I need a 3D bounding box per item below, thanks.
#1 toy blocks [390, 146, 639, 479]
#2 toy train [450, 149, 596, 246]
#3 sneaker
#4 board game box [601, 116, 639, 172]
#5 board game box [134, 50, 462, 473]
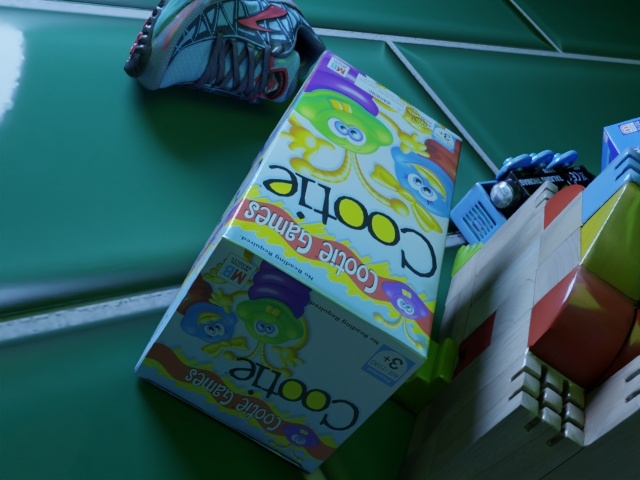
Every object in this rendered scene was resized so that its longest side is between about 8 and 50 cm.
[{"bbox_3d":[0.191,0.056,0.594,0.190,0.261,0.381,34,36,-5],"label":"toy blocks"},{"bbox_3d":[0.227,-0.040,0.859,0.184,0.105,0.080,-10,60,-45],"label":"toy train"},{"bbox_3d":[-0.074,-0.187,0.770,0.125,0.104,0.262,43,37,4],"label":"sneaker"},{"bbox_3d":[0.349,0.000,0.853,0.047,0.210,0.160,-15,47,5],"label":"board game box"},{"bbox_3d":[0.000,0.000,0.595,0.144,0.142,0.275,31,37,-8],"label":"board game box"}]
